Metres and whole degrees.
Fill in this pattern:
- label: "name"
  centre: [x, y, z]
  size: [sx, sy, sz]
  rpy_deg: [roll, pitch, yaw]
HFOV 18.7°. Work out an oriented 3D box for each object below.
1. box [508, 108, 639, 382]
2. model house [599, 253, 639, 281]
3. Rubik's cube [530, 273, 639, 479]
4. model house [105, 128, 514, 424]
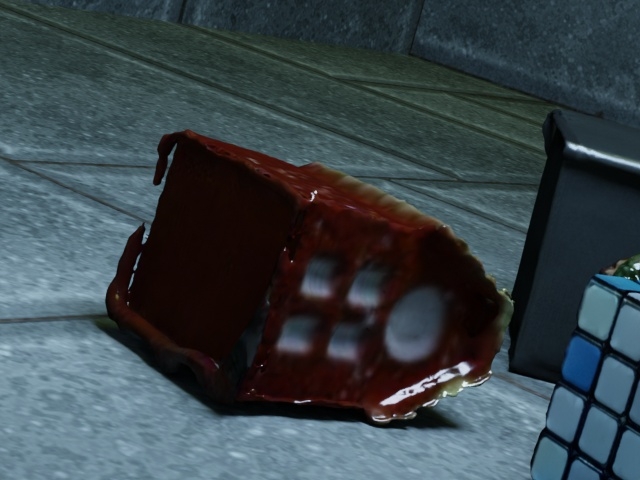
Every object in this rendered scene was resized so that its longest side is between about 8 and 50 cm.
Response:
- label: "box"
  centre: [0.345, 0.035, 1.725]
  size: [0.345, 0.204, 0.251]
  rpy_deg: [16, 11, 1]
- label: "model house"
  centre: [0.313, 0.100, 1.502]
  size: [0.183, 0.166, 0.172]
  rpy_deg: [3, 16, -5]
- label: "Rubik's cube"
  centre: [0.258, 0.123, 1.298]
  size: [0.151, 0.154, 0.155]
  rpy_deg: [7, 13, -33]
- label: "model house"
  centre: [0.009, 0.030, 1.413]
  size: [0.254, 0.160, 0.196]
  rpy_deg: [9, 12, -37]
